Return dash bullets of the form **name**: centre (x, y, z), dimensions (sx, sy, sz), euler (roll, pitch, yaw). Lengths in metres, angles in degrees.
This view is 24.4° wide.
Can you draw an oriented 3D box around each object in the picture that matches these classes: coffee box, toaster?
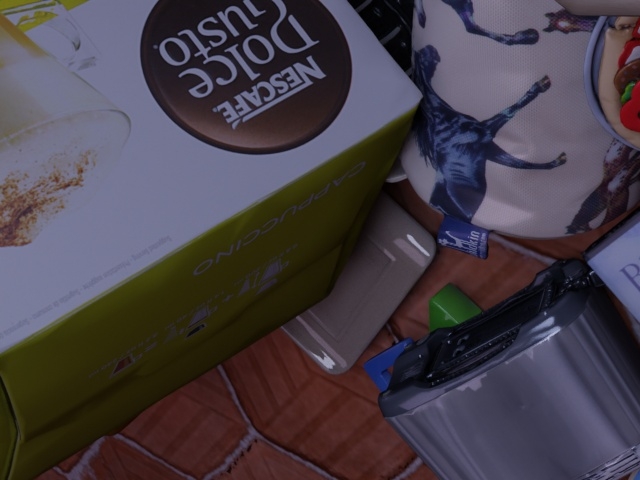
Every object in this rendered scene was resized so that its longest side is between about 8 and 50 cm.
- **coffee box**: centre (-0.183, -0.068, 1.061), dimensions (0.334, 0.338, 0.338), euler (53, 157, 13)
- **toaster**: centre (0.168, 0.118, 1.147), dimensions (0.227, 0.129, 0.146), euler (-32, 100, 22)

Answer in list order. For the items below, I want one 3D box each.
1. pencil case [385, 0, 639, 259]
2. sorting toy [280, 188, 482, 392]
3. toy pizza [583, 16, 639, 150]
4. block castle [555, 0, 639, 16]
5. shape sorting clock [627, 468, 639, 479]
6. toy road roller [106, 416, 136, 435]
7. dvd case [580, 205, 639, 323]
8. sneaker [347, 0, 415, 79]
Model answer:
- **pencil case**: centre (0.128, -0.192, 0.939), dimensions (0.184, 0.160, 0.410), euler (-1, 126, 3)
- **sorting toy**: centre (0.000, 0.000, 1.297), dimensions (0.348, 0.047, 0.196), euler (43, 135, 9)
- **toy pizza**: centre (0.258, -0.113, 0.886), dimensions (0.201, 0.032, 0.201), euler (-6, 139, -5)
- **block castle**: centre (0.217, -0.339, 0.649), dimensions (0.213, 0.303, 0.453), euler (7, 124, 39)
- **shape sorting clock**: centre (0.333, 0.224, 1.130), dimensions (0.206, 0.040, 0.206), euler (13, 129, 16)
- **toy road roller**: centre (-0.200, 0.074, 1.392), dimensions (0.240, 0.202, 0.329), euler (53, 163, -25)
- **dvd case**: centre (0.327, 0.052, 1.013), dimensions (0.253, 0.022, 0.180), euler (49, 123, 3)
- **sneaker**: centre (-0.008, -0.172, 1.149), dimensions (0.271, 0.100, 0.108), euler (48, 149, 14)
